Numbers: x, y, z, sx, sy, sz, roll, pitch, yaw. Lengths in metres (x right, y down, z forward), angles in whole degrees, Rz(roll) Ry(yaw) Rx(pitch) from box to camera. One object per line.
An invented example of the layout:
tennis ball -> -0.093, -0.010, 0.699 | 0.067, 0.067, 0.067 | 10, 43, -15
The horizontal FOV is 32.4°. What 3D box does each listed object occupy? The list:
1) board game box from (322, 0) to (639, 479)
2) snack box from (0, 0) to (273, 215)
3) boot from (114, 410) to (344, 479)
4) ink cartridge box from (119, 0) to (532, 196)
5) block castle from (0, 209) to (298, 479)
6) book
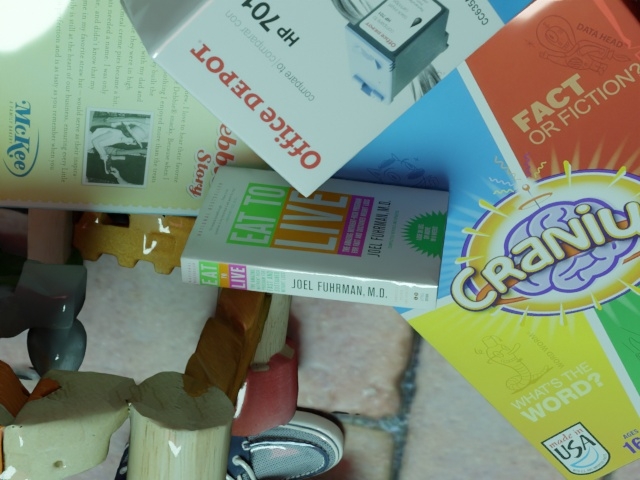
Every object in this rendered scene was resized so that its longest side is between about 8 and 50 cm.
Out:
board game box -> 0.167, -0.001, 0.712 | 0.242, 0.064, 0.316 | -36, 110, 29
snack box -> -0.101, -0.160, 0.631 | 0.187, 0.060, 0.322 | 3, 126, -14
boot -> -0.076, 0.191, 0.872 | 0.189, 0.086, 0.069 | -10, 121, 17
ink cartridge box -> 0.011, -0.138, 0.585 | 0.190, 0.082, 0.139 | -42, 132, 9
block castle -> -0.248, 0.092, 0.713 | 0.453, 0.303, 0.213 | 11, 118, 3
book -> 0.000, 0.000, 0.647 | 0.144, 0.096, 0.035 | 6, 124, 7
